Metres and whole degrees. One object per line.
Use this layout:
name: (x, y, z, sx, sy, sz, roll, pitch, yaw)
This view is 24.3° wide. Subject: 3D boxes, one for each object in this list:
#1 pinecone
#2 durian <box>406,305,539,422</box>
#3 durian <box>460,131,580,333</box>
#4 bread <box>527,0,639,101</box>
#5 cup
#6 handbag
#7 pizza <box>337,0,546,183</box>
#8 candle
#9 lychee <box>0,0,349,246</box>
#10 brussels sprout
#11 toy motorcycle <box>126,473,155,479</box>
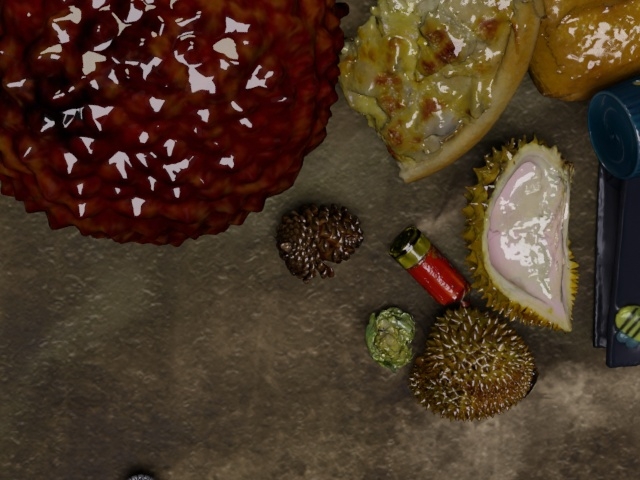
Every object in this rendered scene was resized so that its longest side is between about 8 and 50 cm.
pinecone: (0.001, -0.001, 1.866, 0.109, 0.102, 0.102, -20, 108, -6)
durian: (0.197, 0.162, 1.914, 0.168, 0.137, 0.158, 4, 147, 3)
durian: (0.238, -0.015, 1.855, 0.183, 0.138, 0.249, -6, 104, -23)
bread: (0.361, -0.354, 1.757, 0.328, 0.148, 0.337, -21, 109, 3)
cup: (0.398, -0.146, 1.759, 0.155, 0.176, 0.131, -18, 105, -19)
handbag: (0.511, 0.019, 1.905, 0.303, 0.122, 0.329, -2, 109, -4)
pizza: (0.122, -0.209, 1.764, 0.223, 0.089, 0.323, 35, 130, 0)
candle: (0.148, 0.042, 1.917, 0.052, 0.052, 0.131, -44, 106, 9)
lychee: (-0.164, -0.208, 1.637, 0.500, 0.424, 0.424, -23, 110, -27)
brussels sprout: (0.090, 0.126, 1.937, 0.085, 0.058, 0.085, -1, 93, -22)
toy motorcycle: (-0.234, 0.401, 1.995, 0.106, 0.074, 0.190, 10, 107, -17)
